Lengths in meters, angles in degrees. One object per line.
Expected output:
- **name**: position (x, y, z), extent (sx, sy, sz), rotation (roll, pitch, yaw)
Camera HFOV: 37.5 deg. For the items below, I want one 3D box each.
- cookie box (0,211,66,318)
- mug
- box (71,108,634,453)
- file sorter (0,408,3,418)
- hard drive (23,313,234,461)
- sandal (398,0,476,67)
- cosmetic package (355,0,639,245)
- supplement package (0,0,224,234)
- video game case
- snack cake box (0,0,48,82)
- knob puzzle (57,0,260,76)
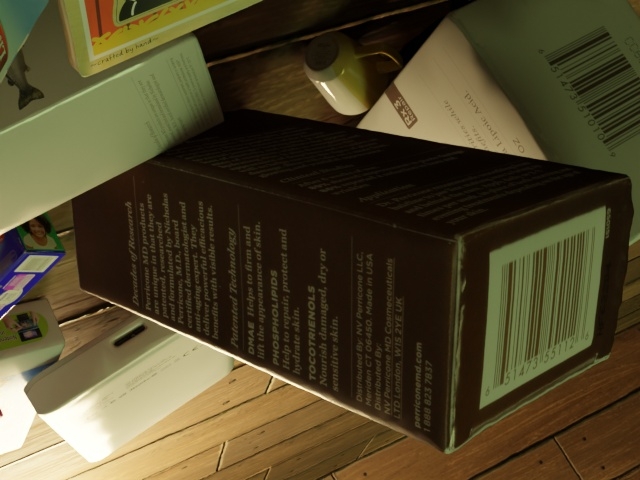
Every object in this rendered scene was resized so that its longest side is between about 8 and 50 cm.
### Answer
- **cookie box**: position (-0.252, -0.008, 0.713), extent (0.092, 0.107, 0.040), rotation (-40, 158, 25)
- **mug**: position (0.023, -0.154, 0.814), extent (0.078, 0.062, 0.064), rotation (-41, 148, 14)
- **box**: position (0.000, 0.000, 0.682), extent (0.191, 0.381, 0.143), rotation (-17, 116, -42)
- **file sorter**: position (-0.377, 0.050, 0.581), extent (0.202, 0.182, 0.290), rotation (-28, 157, -3)
- **hard drive**: position (-0.208, 0.161, 1.127), extent (0.233, 0.047, 0.353), rotation (-33, 165, -16)
- **sandal**: position (0.143, -0.212, 0.832), extent (0.179, 0.067, 0.040), rotation (-34, 118, -3)
- **cosmetic package**: position (0.148, -0.054, 0.848), extent (0.156, 0.217, 0.385), rotation (-29, 172, -24)
- **supplement package**: position (-0.172, -0.101, 0.618), extent (0.179, 0.105, 0.105), rotation (-28, 158, -7)
- **video game case**: position (-0.413, 0.178, 0.973), extent (0.244, 0.061, 0.269), rotation (-13, 152, -35)
- **snack cake box**: position (-0.161, -0.175, 0.303), extent (0.089, 0.152, 0.264), rotation (5, 137, 2)
- **knob puzzle**: position (-0.032, -0.164, 0.395), extent (0.213, 0.030, 0.213), rotation (-32, 156, -16)
